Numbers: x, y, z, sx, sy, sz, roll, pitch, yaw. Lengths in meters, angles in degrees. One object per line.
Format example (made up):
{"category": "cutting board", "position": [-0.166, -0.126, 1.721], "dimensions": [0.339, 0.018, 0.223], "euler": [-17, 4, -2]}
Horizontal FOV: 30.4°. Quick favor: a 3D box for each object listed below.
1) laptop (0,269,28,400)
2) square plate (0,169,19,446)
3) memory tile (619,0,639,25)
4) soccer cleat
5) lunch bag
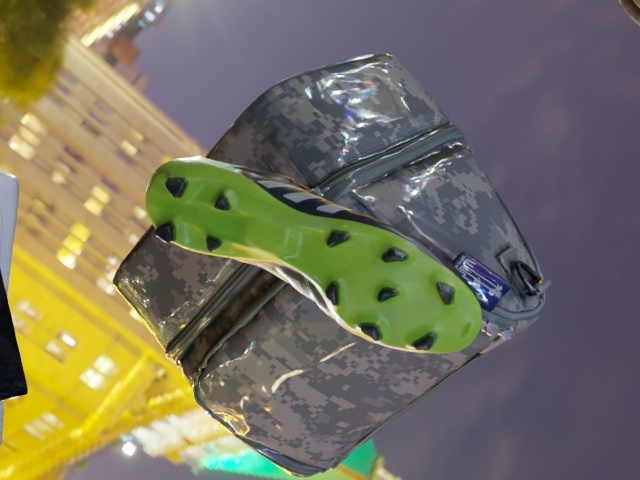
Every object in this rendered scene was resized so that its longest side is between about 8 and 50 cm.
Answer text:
{"category": "laptop", "position": [-0.174, -0.084, 0.432], "dimensions": [0.137, 0.234, 0.264], "euler": [-24, -107, 25]}
{"category": "square plate", "position": [-0.467, 0.030, 1.236], "dimensions": [0.049, 0.344, 0.347], "euler": [-24, -122, 38]}
{"category": "memory tile", "position": [0.146, -0.117, 0.416], "dimensions": [0.113, 0.148, 0.012], "euler": [62, -30, 28]}
{"category": "soccer cleat", "position": [0.000, 0.000, 0.588], "dimensions": [0.072, 0.179, 0.060], "euler": [-53, 166, -67]}
{"category": "lunch bag", "position": [0.013, 0.030, 0.971], "dimensions": [0.305, 0.256, 0.212], "euler": [-45, 170, 37]}
